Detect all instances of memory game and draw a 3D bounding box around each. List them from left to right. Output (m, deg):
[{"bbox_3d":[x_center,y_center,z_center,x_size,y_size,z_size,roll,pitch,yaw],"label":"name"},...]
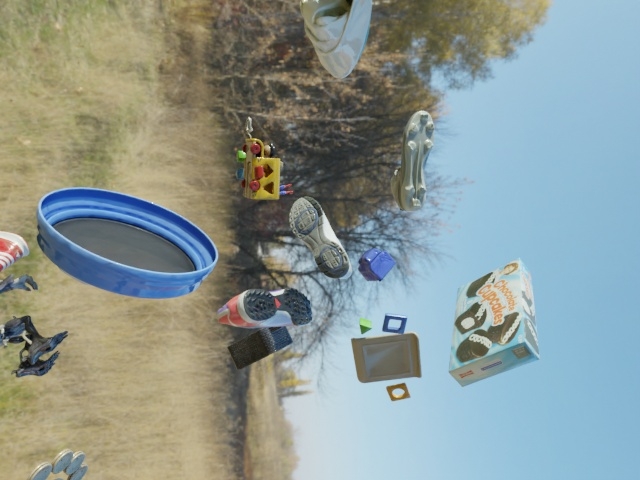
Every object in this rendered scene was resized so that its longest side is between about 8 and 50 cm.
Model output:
[{"bbox_3d":[-0.417,0.392,0.732,0.186,0.012,0.186,-56,163,-26],"label":"memory game"}]

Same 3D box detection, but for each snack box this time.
[{"bbox_3d":[0.406,0.184,1.181,0.060,0.187,0.322,49,33,-12],"label":"snack box"}]

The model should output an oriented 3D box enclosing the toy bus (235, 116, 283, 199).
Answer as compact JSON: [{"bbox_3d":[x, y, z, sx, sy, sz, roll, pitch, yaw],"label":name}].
[{"bbox_3d":[-0.159,-0.207,1.398,0.202,0.104,0.191,120,-38,-49],"label":"toy bus"}]

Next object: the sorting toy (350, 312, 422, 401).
[{"bbox_3d":[0.197,0.343,1.491,0.047,0.196,0.347,-83,165,-59],"label":"sorting toy"}]

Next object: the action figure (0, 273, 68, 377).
[{"bbox_3d":[-0.654,0.161,1.037,0.141,0.276,0.164,-43,164,-56],"label":"action figure"}]

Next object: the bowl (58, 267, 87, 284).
[{"bbox_3d":[-0.833,0.082,1.738,0.142,0.053,0.142,41,30,-28],"label":"bowl"}]

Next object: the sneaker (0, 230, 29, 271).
[{"bbox_3d":[-0.808,0.026,1.158,0.128,0.221,0.087,-64,153,-54],"label":"sneaker"}]

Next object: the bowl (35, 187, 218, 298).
[{"bbox_3d":[-0.430,0.002,1.132,0.077,0.391,0.391,-64,-163,17],"label":"bowl"}]

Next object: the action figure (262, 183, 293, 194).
[{"bbox_3d":[-0.141,-0.146,1.504,0.030,0.115,0.038,-10,-89,61],"label":"action figure"}]

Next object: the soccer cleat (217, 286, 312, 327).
[{"bbox_3d":[-0.139,0.190,1.360,0.318,0.116,0.108,13,60,-57],"label":"soccer cleat"}]

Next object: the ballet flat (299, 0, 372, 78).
[{"bbox_3d":[0.030,-0.450,0.874,0.400,0.139,0.139,114,-27,-54],"label":"ballet flat"}]

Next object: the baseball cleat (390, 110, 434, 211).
[{"bbox_3d":[0.183,-0.164,1.050,0.109,0.072,0.205,-163,-100,-70],"label":"baseball cleat"}]

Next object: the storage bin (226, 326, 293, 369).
[{"bbox_3d":[-0.191,0.330,1.585,0.122,0.180,0.084,-14,76,-57],"label":"storage bin"}]

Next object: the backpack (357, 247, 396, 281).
[{"bbox_3d":[0.182,0.080,1.697,0.101,0.098,0.120,51,-20,-3],"label":"backpack"}]

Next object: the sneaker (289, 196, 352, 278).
[{"bbox_3d":[0.000,0.000,1.505,0.297,0.111,0.129,63,7,23],"label":"sneaker"}]
